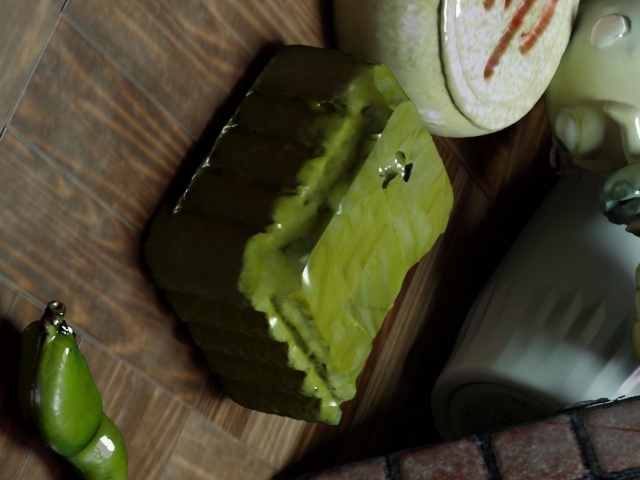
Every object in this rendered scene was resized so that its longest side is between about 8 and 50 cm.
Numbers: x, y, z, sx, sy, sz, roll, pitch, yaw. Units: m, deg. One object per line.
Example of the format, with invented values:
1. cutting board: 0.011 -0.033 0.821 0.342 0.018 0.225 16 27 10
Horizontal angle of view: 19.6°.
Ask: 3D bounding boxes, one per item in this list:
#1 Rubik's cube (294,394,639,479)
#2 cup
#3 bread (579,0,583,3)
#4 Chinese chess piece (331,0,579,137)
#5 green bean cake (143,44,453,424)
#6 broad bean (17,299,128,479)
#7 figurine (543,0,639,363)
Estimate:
1. Rubik's cube: 0.186 0.381 1.543 0.343 0.344 0.337 -101 178 -47
2. cup: 0.285 0.077 1.792 0.371 0.253 0.253 -50 142 -32
3. bread: 0.356 -0.323 1.798 0.263 0.198 0.236 -67 156 -12
4. Chinese chess piece: 0.116 -0.219 1.517 0.270 0.112 0.270 -30 127 -51
5. green bean cake: 0.000 0.000 1.410 0.236 0.124 0.233 -60 147 -25
6. broad bean: -0.171 0.122 1.258 0.070 0.048 0.213 -47 143 -39
7. figurine: 0.331 -0.044 1.595 0.226 0.274 0.394 22 61 -50
